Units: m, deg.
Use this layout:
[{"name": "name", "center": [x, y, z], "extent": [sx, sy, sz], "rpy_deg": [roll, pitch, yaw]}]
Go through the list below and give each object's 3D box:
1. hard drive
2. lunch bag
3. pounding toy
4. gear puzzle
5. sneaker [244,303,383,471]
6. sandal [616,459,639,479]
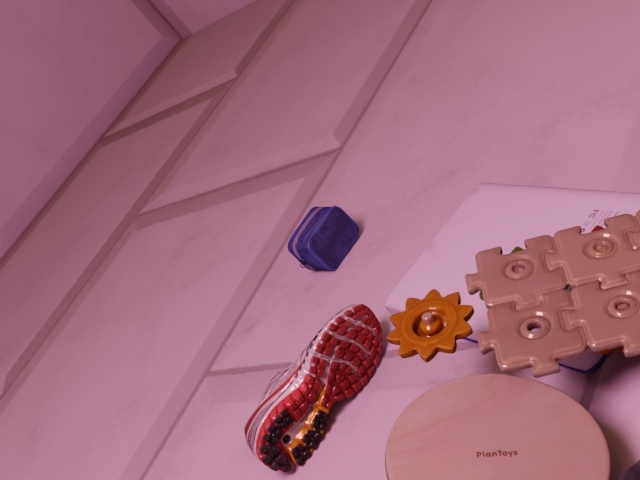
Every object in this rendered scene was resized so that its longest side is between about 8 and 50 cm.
[{"name": "hard drive", "center": [0.231, 0.027, 1.089], "extent": [0.210, 0.040, 0.319], "rpy_deg": [-50, 26, -16]}, {"name": "lunch bag", "center": [0.000, 0.000, 1.433], "extent": [0.065, 0.067, 0.098], "rpy_deg": [0, 49, 56]}, {"name": "pounding toy", "center": [0.173, 0.220, 0.824], "extent": [0.237, 0.110, 0.183], "rpy_deg": [14, 43, 27]}, {"name": "gear puzzle", "center": [0.227, 0.062, 0.913], "extent": [0.339, 0.044, 0.175], "rpy_deg": [-15, 39, 11]}, {"name": "sneaker", "center": [-0.014, 0.163, 1.168], "extent": [0.225, 0.088, 0.093], "rpy_deg": [-49, 25, -15]}, {"name": "sandal", "center": [0.307, 0.230, 0.435], "extent": [0.167, 0.107, 0.446], "rpy_deg": [-41, 44, -19]}]
